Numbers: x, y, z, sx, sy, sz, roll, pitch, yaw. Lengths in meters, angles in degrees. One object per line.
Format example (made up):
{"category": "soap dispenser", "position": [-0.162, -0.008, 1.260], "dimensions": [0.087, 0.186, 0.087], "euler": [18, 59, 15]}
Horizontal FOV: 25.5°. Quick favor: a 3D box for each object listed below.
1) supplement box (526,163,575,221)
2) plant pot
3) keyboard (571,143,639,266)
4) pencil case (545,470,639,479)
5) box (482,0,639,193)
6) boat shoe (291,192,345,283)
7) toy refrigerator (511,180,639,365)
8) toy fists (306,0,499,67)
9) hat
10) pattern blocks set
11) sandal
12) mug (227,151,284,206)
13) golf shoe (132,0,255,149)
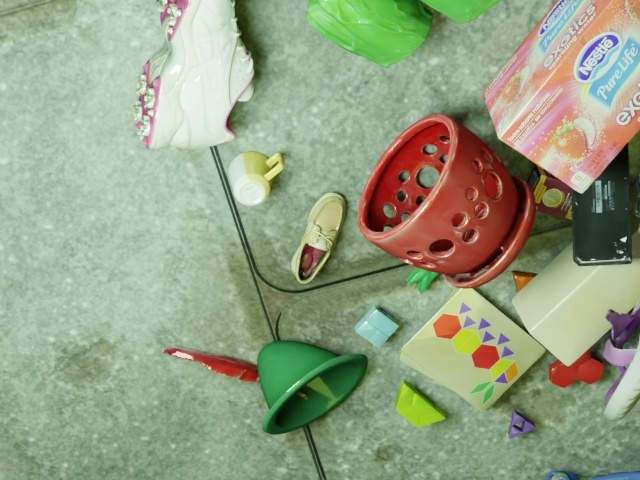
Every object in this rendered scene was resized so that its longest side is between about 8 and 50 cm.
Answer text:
{"category": "supplement box", "position": [0.321, -0.063, 1.911], "dimensions": [0.083, 0.043, 0.055], "euler": [15, 115, -13]}
{"category": "plant pot", "position": [0.171, -0.042, 1.829], "dimensions": [0.174, 0.191, 0.191], "euler": [32, 111, -23]}
{"category": "keyboard", "position": [0.385, -0.057, 1.859], "dimensions": [0.108, 0.023, 0.180], "euler": [-4, 79, 24]}
{"category": "pencil case", "position": [0.489, 0.392, 2.123], "dimensions": [0.306, 0.119, 0.133], "euler": [-6, 148, -2]}
{"category": "box", "position": [0.354, -0.233, 1.763], "dimensions": [0.142, 0.154, 0.300], "euler": [31, 113, -18]}
{"category": "boat shoe", "position": [0.000, 0.000, 1.919], "dimensions": [0.050, 0.045, 0.135], "euler": [15, 116, -12]}
{"category": "toy refrigerator", "position": [0.397, 0.038, 1.925], "dimensions": [0.094, 0.102, 0.269], "euler": [41, 103, -22]}
{"category": "toy fists", "position": [0.096, -0.308, 1.680], "dimensions": [0.142, 0.096, 0.279], "euler": [25, 151, -30]}
{"category": "hat", "position": [-0.064, 0.157, 2.011], "dimensions": [0.208, 0.183, 0.173], "euler": [-8, 142, -50]}
{"category": "pattern blocks set", "position": [0.221, 0.157, 2.026], "dimensions": [0.285, 0.026, 0.325], "euler": [-39, 113, 10]}
{"category": "sandal", "position": [0.428, 0.107, 1.839], "dimensions": [0.169, 0.102, 0.416], "euler": [-43, 162, -20]}
{"category": "mug", "position": [-0.088, -0.082, 1.858], "dimensions": [0.062, 0.064, 0.078], "euler": [17, 115, -12]}
{"category": "golf shoe", "position": [-0.138, -0.247, 1.752], "dimensions": [0.140, 0.115, 0.306], "euler": [7, 124, -20]}
